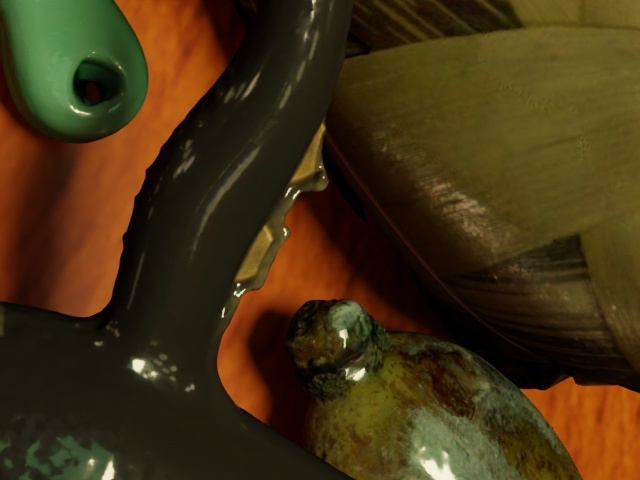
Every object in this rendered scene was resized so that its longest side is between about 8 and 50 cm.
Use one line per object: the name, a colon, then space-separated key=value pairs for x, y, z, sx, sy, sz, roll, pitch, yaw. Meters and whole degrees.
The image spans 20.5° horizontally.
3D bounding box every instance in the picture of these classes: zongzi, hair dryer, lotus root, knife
zongzi: x=0.091 y=-0.066 z=0.672 sx=0.154 sy=0.317 sz=0.289 roll=-44 pitch=110 yaw=-11
hair dryer: x=0.000 y=0.000 z=0.624 sx=0.304 sy=0.120 sz=0.359 roll=21 pitch=106 yaw=-12
lotus root: x=0.049 y=0.102 z=0.762 sx=0.192 sy=0.088 sz=0.113 roll=51 pitch=46 yaw=-19
knife: x=-0.146 y=-0.155 z=0.691 sx=0.063 sy=0.034 sz=0.260 roll=-30 pitch=96 yaw=-23
